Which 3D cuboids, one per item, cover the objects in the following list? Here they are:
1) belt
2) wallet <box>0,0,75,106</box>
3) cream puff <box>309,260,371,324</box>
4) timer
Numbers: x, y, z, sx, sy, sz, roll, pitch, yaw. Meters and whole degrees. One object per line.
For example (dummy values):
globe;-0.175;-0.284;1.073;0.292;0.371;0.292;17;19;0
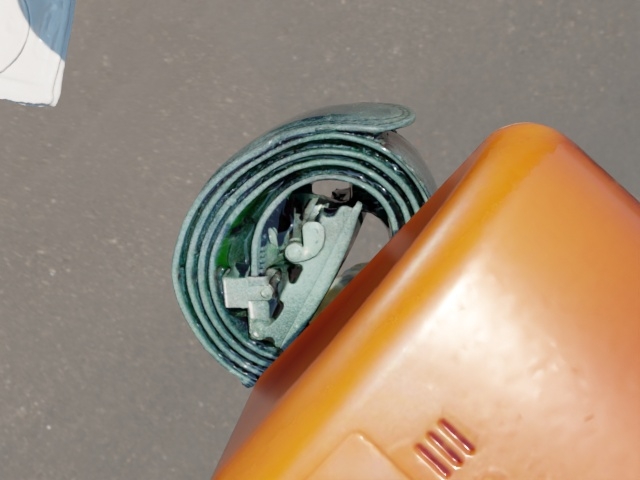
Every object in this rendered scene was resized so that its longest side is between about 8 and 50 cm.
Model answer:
belt;0.000;0.000;0.743;0.206;0.116;0.267;38;109;-1
wallet;-0.385;-0.269;1.138;0.124;0.032;0.182;13;95;1
cream puff;0.116;0.182;1.003;0.378;0.378;0.275;8;101;-39
timer;0.108;0.109;0.439;0.257;0.161;0.250;43;103;3
